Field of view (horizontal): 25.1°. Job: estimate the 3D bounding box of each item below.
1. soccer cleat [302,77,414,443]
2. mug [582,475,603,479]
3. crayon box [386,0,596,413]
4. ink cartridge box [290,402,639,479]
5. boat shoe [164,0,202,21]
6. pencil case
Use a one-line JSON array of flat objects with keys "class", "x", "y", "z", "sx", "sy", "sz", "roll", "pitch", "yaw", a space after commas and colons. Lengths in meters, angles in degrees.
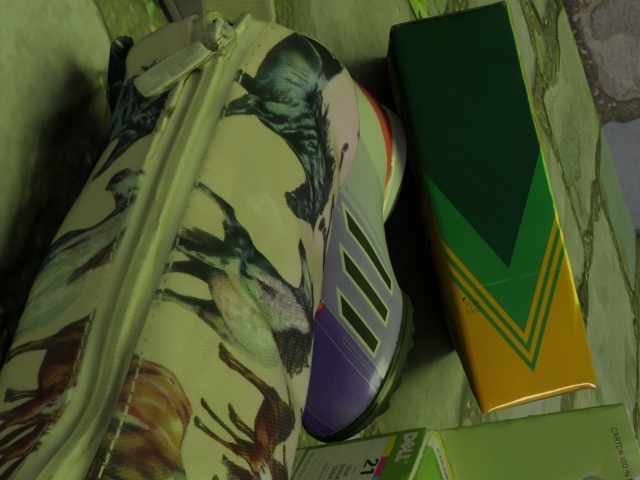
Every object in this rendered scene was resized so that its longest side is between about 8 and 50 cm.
[{"class": "soccer cleat", "x": 0.000, "y": 0.000, "z": 1.069, "sx": 0.116, "sy": 0.108, "sz": 0.318, "roll": 39, "pitch": 40, "yaw": -36}, {"class": "mug", "x": 0.223, "y": 0.359, "z": 1.251, "sx": 0.328, "sy": 0.276, "sz": 0.374, "roll": -9, "pitch": 117, "yaw": -76}, {"class": "crayon box", "x": 0.141, "y": -0.035, "z": 1.293, "sx": 0.363, "sy": 0.106, "sz": 0.313, "roll": -55, "pitch": 133, "yaw": -86}, {"class": "ink cartridge box", "x": 0.093, "y": 0.222, "z": 0.944, "sx": 0.097, "sy": 0.255, "sz": 0.189, "roll": -54, "pitch": 128, "yaw": -63}, {"class": "boat shoe", "x": -0.092, "y": -0.216, "z": 0.969, "sx": 0.228, "sy": 0.081, "sz": 0.069, "roll": 62, "pitch": 22, "yaw": -51}, {"class": "pencil case", "x": -0.079, "y": 0.046, "z": 0.731, "sx": 0.410, "sy": 0.160, "sz": 0.183, "roll": -78, "pitch": 157, "yaw": -47}]
